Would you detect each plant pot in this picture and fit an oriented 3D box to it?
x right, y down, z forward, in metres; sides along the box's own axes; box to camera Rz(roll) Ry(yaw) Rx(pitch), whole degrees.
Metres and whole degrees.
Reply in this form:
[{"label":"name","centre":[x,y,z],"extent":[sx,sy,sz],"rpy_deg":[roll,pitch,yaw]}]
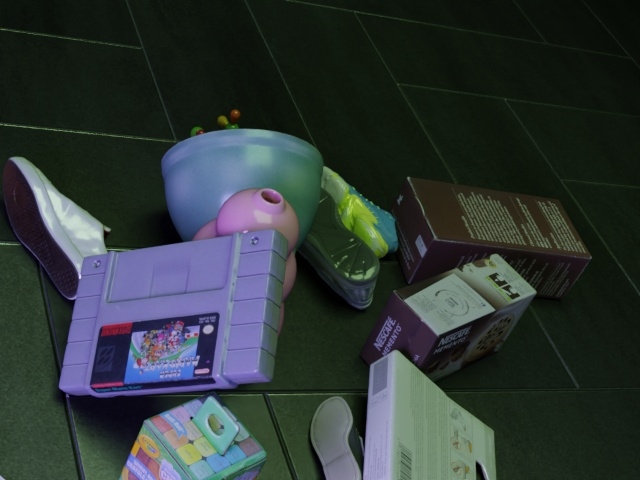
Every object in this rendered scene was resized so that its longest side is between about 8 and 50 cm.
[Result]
[{"label":"plant pot","centre":[-0.135,-0.046,1.992],"extent":[0.293,0.293,0.196],"rpy_deg":[7,67,-24]}]

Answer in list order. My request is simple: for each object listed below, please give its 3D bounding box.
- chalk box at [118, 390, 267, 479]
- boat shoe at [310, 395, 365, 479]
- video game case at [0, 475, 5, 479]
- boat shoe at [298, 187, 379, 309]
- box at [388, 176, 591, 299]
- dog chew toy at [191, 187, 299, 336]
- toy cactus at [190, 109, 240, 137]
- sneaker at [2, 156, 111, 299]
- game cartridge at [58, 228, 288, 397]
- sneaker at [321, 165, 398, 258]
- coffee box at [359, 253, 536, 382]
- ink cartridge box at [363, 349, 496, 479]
[{"label":"chalk box","centre":[-0.175,0.309,1.550],"extent":[0.132,0.213,0.132],"rpy_deg":[-18,54,-44]},{"label":"boat shoe","centre":[0.035,0.338,1.789],"extent":[0.065,0.075,0.206],"rpy_deg":[57,12,-36]},{"label":"video game case","centre":[-0.475,0.347,1.494],"extent":[0.087,0.011,0.122],"rpy_deg":[37,37,14]},{"label":"boat shoe","centre":[0.003,0.000,2.153],"extent":[0.118,0.103,0.320],"rpy_deg":[-25,51,-24]},{"label":"box","centre":[0.343,0.000,2.310],"extent":[0.381,0.143,0.191],"rpy_deg":[9,40,-25]},{"label":"dog chew toy","centre":[-0.133,0.053,1.790],"extent":[0.207,0.331,0.206],"rpy_deg":[16,37,-12]},{"label":"toy cactus","centre":[-0.167,-0.161,2.247],"extent":[0.219,0.112,0.180],"rpy_deg":[31,45,-7]},{"label":"sneaker","centre":[-0.439,-0.025,1.911],"extent":[0.123,0.106,0.290],"rpy_deg":[-14,62,-46]},{"label":"game cartridge","centre":[-0.221,0.112,1.647],"extent":[0.068,0.355,0.230],"rpy_deg":[45,44,-49]},{"label":"sneaker","centre":[0.073,-0.051,2.267],"extent":[0.126,0.091,0.240],"rpy_deg":[4,46,-47]},{"label":"coffee box","centre":[0.233,0.149,2.032],"extent":[0.297,0.168,0.119],"rpy_deg":[-17,54,-44]},{"label":"ink cartridge box","centre":[0.182,0.361,1.827],"extent":[0.261,0.066,0.296],"rpy_deg":[42,30,-23]}]
